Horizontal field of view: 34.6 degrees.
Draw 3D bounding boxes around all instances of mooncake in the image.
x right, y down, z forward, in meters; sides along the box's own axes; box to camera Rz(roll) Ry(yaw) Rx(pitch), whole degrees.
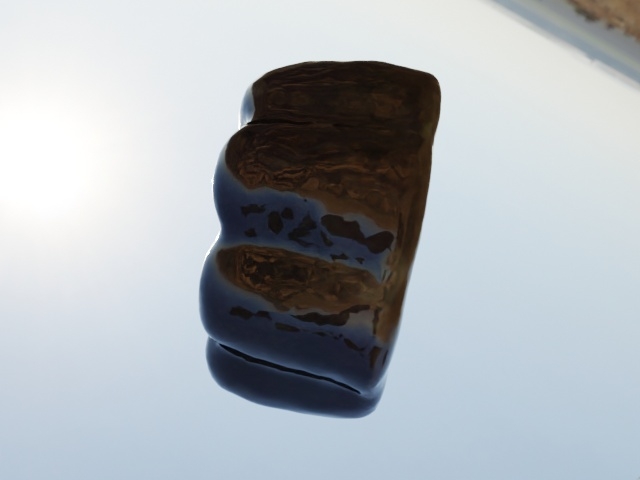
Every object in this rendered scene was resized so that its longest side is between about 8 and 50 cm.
[{"bbox_3d":[0.000,0.000,0.817,0.154,0.306,0.306,9,-165,4],"label":"mooncake"}]

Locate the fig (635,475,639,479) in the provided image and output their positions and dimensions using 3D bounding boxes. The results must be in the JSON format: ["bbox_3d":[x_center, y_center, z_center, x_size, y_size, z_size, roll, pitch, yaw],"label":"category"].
[{"bbox_3d":[0.166,0.076,0.335,0.177,0.117,0.117,-6,-153,-16],"label":"fig"}]
